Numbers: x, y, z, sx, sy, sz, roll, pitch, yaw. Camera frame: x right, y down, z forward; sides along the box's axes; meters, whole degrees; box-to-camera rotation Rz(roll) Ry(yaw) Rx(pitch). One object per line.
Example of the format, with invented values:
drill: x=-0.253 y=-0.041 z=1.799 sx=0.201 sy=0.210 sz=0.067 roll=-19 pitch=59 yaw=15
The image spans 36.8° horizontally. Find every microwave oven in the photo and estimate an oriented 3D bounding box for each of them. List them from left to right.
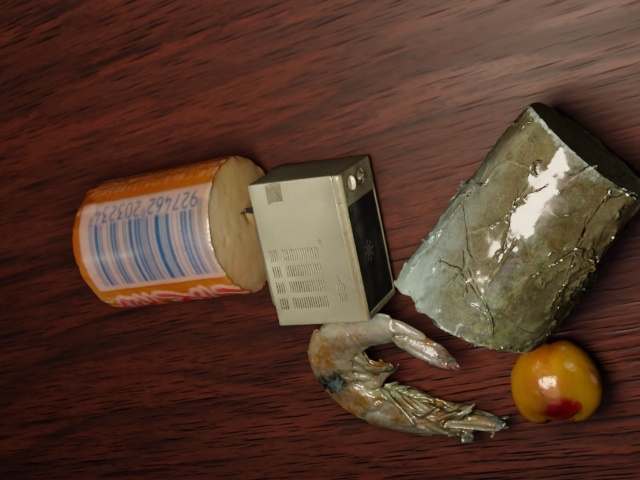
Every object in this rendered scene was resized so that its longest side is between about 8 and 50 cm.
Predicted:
microwave oven: x=0.000 y=0.000 z=1.558 sx=0.194 sy=0.145 sz=0.240 roll=-4 pitch=107 yaw=28

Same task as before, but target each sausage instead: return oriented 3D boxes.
sausage: x=-0.238 y=-0.011 z=1.622 sx=0.287 sy=0.233 sz=0.233 roll=-10 pitch=105 yaw=28

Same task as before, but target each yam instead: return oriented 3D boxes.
yam: x=0.287 y=-0.008 z=1.381 sx=0.241 sy=0.241 sz=0.348 roll=37 pitch=119 yaw=9

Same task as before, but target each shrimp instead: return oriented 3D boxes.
shrimp: x=0.143 y=0.231 z=1.593 sx=0.360 sy=0.085 sz=0.246 roll=21 pitch=132 yaw=16

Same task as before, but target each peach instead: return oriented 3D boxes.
peach: x=0.361 y=0.216 z=1.479 sx=0.138 sy=0.138 sz=0.138 roll=9 pitch=113 yaw=23

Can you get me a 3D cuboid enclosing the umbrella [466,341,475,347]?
umbrella: x=0.244 y=0.136 z=1.567 sx=0.031 sy=0.020 sz=0.083 roll=4 pitch=116 yaw=26
